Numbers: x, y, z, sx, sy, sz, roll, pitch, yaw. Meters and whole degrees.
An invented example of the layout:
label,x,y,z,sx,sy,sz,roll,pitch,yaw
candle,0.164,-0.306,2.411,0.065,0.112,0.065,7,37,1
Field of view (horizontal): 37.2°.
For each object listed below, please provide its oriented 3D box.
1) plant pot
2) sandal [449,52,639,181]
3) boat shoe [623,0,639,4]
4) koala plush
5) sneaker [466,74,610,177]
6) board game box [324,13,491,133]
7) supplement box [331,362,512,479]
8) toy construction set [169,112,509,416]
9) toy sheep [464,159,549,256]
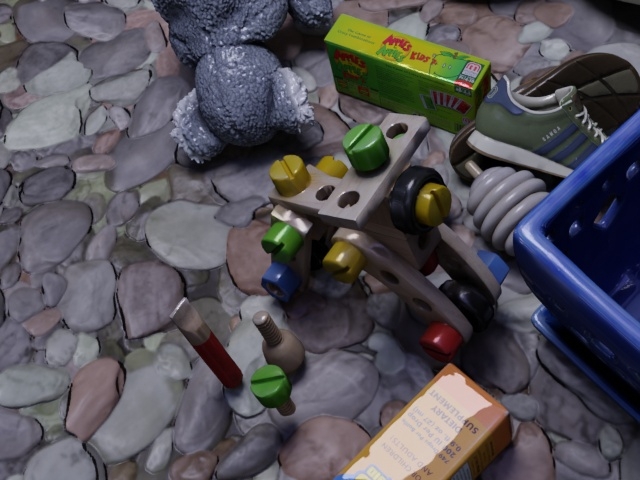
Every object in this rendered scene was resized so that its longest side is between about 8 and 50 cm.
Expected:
label,x,y,z,sx,sy,sz,roll,pitch,yaw
plant pot,0.324,0.039,0.822,0.236,0.212,0.236,-40,61,-12
sandal,0.236,-0.135,1.022,0.219,0.090,0.060,-30,23,6
boat shoe,0.499,-0.282,1.004,0.499,0.156,0.187,13,69,30
koala plush,-0.096,-0.206,1.065,0.196,0.203,0.221,-9,83,21
sneaker,0.251,-0.111,0.958,0.192,0.086,0.064,14,20,-3
board game box,0.098,-0.181,1.054,0.181,0.092,0.043,23,67,21
supplement box,0.066,0.223,0.849,0.233,0.080,0.078,-44,61,-12
toy construction set,0.000,0.000,0.873,0.308,0.237,0.257,-36,49,-6
toy sheep,0.194,-0.033,0.961,0.091,0.091,0.132,-38,64,-11
